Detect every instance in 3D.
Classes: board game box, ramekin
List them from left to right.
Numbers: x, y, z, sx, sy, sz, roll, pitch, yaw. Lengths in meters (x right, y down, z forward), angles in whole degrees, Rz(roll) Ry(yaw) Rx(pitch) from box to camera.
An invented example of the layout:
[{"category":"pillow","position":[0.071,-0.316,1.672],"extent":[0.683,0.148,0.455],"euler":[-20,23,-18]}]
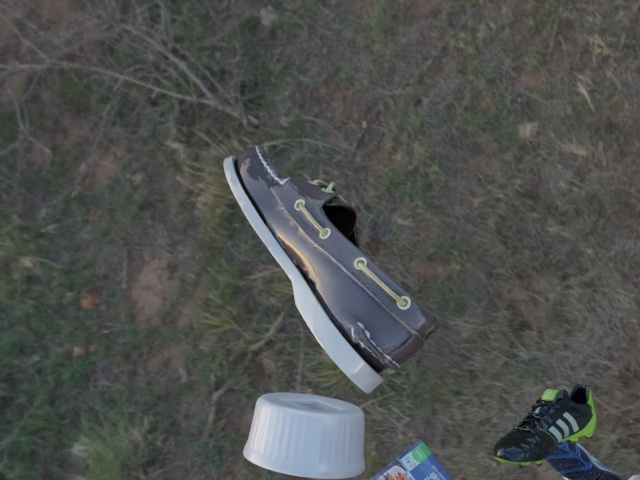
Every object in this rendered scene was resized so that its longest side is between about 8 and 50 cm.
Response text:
[{"category":"ramekin","position":[-0.029,0.434,1.631],"extent":[0.277,0.277,0.135],"euler":[5,86,30]},{"category":"board game box","position":[0.138,0.313,0.746],"extent":[0.035,0.136,0.201],"euler":[-31,71,-23]}]

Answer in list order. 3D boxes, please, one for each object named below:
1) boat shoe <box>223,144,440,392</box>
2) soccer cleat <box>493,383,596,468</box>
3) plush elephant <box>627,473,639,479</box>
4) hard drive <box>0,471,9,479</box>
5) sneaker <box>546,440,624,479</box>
[{"category":"boat shoe","position":[0.000,0.000,0.724],"extent":[0.097,0.116,0.324],"euler":[-39,50,6]},{"category":"soccer cleat","position":[0.265,0.216,0.852],"extent":[0.060,0.179,0.072],"euler":[-1,96,51]},{"category":"plush elephant","position":[0.362,0.512,1.039],"extent":[0.256,0.329,0.271],"euler":[6,39,7]},{"category":"hard drive","position":[-0.328,0.352,0.697],"extent":[0.254,0.172,0.054],"euler":[51,148,3]},{"category":"sneaker","position":[0.482,0.421,1.264],"extent":[0.080,0.081,0.211],"euler":[-44,70,8]}]
